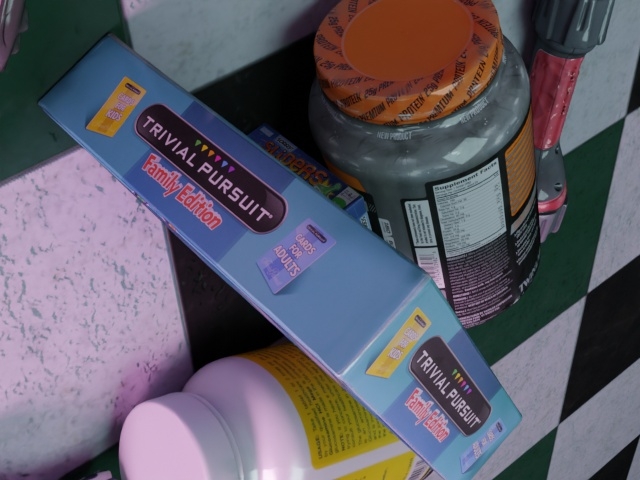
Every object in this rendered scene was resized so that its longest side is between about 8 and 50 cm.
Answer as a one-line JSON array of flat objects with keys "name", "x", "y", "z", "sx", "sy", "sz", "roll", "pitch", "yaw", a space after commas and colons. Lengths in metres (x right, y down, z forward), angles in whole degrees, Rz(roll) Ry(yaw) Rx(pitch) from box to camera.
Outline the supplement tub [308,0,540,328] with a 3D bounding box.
[{"name": "supplement tub", "x": 0.100, "y": -0.072, "z": 0.905, "sx": 0.193, "sy": 0.193, "sz": 0.316, "roll": -39, "pitch": 143, "yaw": -17}]

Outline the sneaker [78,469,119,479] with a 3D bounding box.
[{"name": "sneaker", "x": -0.257, "y": 0.248, "z": 0.896, "sx": 0.094, "sy": 0.153, "sz": 0.235, "roll": -29, "pitch": 114, "yaw": 30}]

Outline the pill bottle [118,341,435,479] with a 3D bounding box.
[{"name": "pill bottle", "x": -0.028, "y": 0.198, "z": 1.009, "sx": 0.334, "sy": 0.188, "sz": 0.187, "roll": -7, "pitch": 126, "yaw": -44}]

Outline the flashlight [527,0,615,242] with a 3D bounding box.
[{"name": "flashlight", "x": 0.252, "y": -0.143, "z": 1.092, "sx": 0.103, "sy": 0.103, "sz": 0.304, "roll": -28, "pitch": 140, "yaw": -37}]

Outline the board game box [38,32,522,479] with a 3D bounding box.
[{"name": "board game box", "x": -0.026, "y": 0.016, "z": 0.719, "sx": 0.079, "sy": 0.336, "sz": 0.254, "roll": -48, "pitch": 145, "yaw": -6}]

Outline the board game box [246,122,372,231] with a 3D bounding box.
[{"name": "board game box", "x": 0.000, "y": 0.000, "z": 0.908, "sx": 0.035, "sy": 0.136, "sz": 0.201, "roll": -39, "pitch": 144, "yaw": -16}]

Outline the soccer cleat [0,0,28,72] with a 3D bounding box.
[{"name": "soccer cleat", "x": -0.252, "y": -0.106, "z": 0.564, "sx": 0.116, "sy": 0.108, "sz": 0.318, "roll": 0, "pitch": 123, "yaw": -44}]
